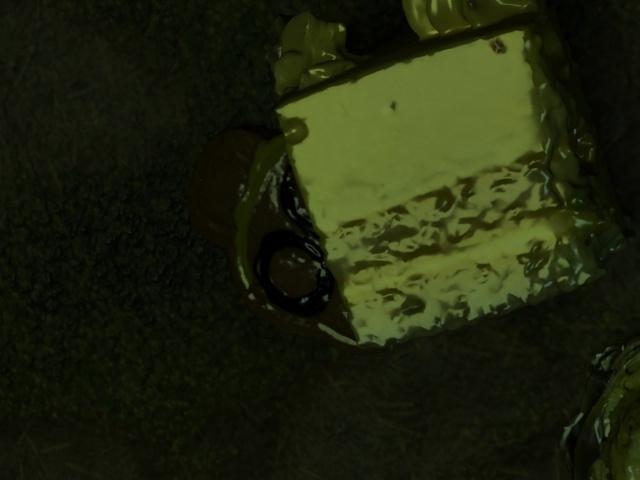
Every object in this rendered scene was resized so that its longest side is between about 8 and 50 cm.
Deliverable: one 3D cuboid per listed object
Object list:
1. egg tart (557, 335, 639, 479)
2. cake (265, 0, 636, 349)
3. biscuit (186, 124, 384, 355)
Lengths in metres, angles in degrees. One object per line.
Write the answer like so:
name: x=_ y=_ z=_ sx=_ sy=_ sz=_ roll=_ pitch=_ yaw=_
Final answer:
egg tart: x=0.326 y=0.194 z=1.162 sx=0.291 sy=0.107 sz=0.291 roll=7 pitch=106 yaw=24
cake: x=0.099 y=-0.091 z=1.115 sx=0.227 sy=0.222 sz=0.286 roll=-19 pitch=97 yaw=16
biscuit: x=0.000 y=0.000 z=1.309 sx=0.290 sy=0.041 sz=0.208 roll=27 pitch=115 yaw=18
